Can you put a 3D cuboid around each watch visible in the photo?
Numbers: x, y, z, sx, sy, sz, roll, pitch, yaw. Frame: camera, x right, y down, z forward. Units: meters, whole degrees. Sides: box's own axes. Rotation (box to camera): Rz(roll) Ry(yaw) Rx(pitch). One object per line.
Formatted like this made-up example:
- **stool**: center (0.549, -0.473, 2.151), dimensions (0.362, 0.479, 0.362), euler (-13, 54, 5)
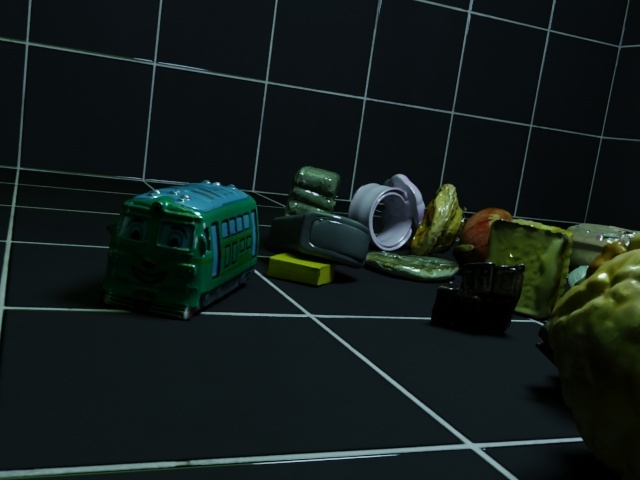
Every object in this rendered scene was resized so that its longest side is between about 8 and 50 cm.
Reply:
- **watch**: center (0.195, -0.060, 2.121), dimensions (0.217, 0.248, 0.211), euler (-28, 29, -28)

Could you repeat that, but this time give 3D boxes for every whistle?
- **whistle**: center (0.571, 0.131, 1.489), dimensions (0.126, 0.067, 0.258), euler (51, 29, 2)

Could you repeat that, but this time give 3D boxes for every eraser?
- **eraser**: center (-0.040, 0.063, 1.518), dimensions (0.122, 0.045, 0.097), euler (12, 8, 20)

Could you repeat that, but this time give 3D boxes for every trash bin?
- **trash bin**: center (0.000, 0.000, 1.608), dimensions (0.177, 0.101, 0.236), euler (15, -8, -28)

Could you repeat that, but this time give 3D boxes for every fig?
- **fig**: center (0.449, 0.014, 1.872), dimensions (0.205, 0.205, 0.205), euler (8, 9, -1)

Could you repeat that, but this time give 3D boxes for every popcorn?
- **popcorn**: center (0.361, 0.152, 0.710), dimensions (0.225, 0.265, 0.332), euler (-12, 53, -10)

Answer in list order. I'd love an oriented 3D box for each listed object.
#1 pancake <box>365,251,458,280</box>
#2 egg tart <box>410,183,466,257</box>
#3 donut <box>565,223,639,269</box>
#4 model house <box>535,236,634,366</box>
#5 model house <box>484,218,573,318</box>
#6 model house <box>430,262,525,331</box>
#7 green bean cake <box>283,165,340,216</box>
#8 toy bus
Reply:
- **pancake**: center (0.230, 0.063, 1.781), dimensions (0.254, 0.037, 0.253), euler (7, 9, -1)
- **egg tart**: center (0.333, -0.042, 1.963), dimensions (0.106, 0.241, 0.241), euler (25, 9, -2)
- **donut**: center (0.919, 0.034, 2.207), dimensions (0.307, 0.150, 0.371), euler (15, 11, 40)
- **model house**: center (0.448, 0.166, 0.960), dimensions (0.204, 0.211, 0.243), euler (-36, 59, -13)
- **model house**: center (0.475, 0.058, 1.548), dimensions (0.175, 0.193, 0.234), euler (13, 7, 35)
- **model house**: center (0.285, 0.098, 1.306), dimensions (0.152, 0.165, 0.106), euler (5, 26, -11)
- **green bean cake**: center (-0.028, -0.077, 1.847), dimensions (0.125, 0.227, 0.222), euler (13, 8, 0)
- **toy bus**: center (-0.234, 0.002, 1.256), dimensions (0.184, 0.199, 0.343), euler (11, 11, 10)
